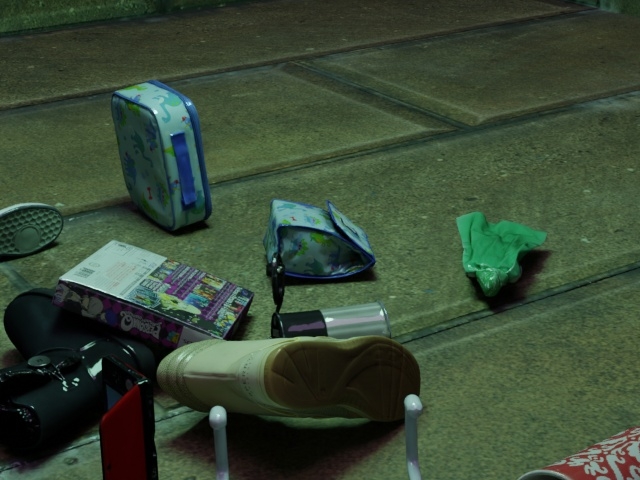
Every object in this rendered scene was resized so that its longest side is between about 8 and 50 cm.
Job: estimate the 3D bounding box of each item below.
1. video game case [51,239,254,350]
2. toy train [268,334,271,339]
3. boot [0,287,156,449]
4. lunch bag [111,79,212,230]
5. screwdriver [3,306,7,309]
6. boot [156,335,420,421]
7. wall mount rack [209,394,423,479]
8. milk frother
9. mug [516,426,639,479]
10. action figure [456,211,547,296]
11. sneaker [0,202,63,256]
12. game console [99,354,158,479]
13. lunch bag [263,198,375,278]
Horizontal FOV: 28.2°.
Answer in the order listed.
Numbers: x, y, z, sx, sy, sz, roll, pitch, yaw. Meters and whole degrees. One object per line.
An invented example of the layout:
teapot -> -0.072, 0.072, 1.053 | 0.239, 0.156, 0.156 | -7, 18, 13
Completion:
video game case -> -0.203, 0.072, 1.609 | 0.210, 0.041, 0.232 | 20, 13, 2
toy train -> -0.027, 0.122, 1.645 | 0.083, 0.017, 0.024 | -13, 35, -26
boot -> -0.346, 0.145, 1.493 | 0.247, 0.094, 0.207 | 22, 27, 32
lunch bag -> -0.248, -0.133, 2.016 | 0.090, 0.218, 0.176 | -21, 27, -27
screwdriver -> -0.350, 0.092, 1.734 | 0.170, 0.024, 0.025 | -2, -8, 15
boot -> -0.031, 0.157, 1.443 | 0.203, 0.095, 0.262 | -6, -9, 42
wall mount rack -> 0.003, 0.253, 1.167 | 0.350, 0.130, 0.304 | -3, 22, -3
milk frother -> 0.006, 0.086, 1.565 | 0.135, 0.143, 0.129 | -6, 18, -13
mug -> 0.277, 0.262, 1.209 | 0.169, 0.150, 0.113 | -17, -10, -44
action figure -> 0.248, 0.025, 1.809 | 0.137, 0.063, 0.232 | 5, 19, 11
sneaker -> -0.522, -0.028, 1.941 | 0.226, 0.086, 0.163 | -17, 29, -31
game console -> -0.210, 0.206, 1.272 | 0.085, 0.144, 0.124 | -17, 27, -36
lunch bag -> 0.000, 0.000, 1.855 | 0.151, 0.096, 0.129 | 11, 18, -10
